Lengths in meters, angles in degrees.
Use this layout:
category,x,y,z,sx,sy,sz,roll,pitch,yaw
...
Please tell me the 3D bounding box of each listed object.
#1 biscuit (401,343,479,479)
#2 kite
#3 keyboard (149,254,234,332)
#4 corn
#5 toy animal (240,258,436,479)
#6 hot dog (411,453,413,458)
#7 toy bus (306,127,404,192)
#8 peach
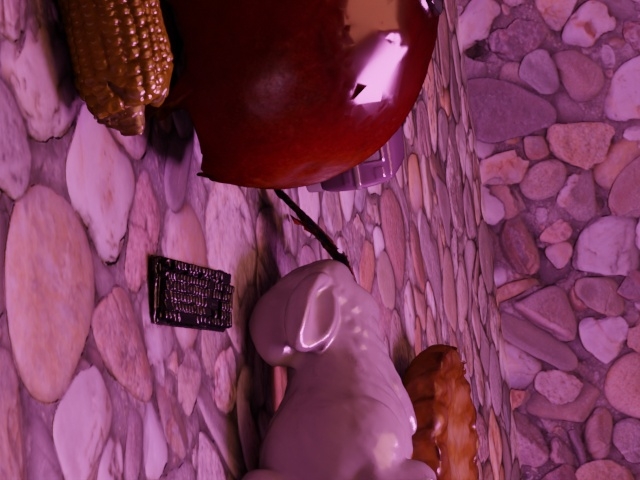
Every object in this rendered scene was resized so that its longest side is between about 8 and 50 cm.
category,x,y,z,sx,sy,sz,roll,pitch,yaw
biscuit,0.193,0.336,2.814,0.326,0.107,0.325,-6,90,-72
kite,0.000,0.000,2.161,0.232,0.009,0.189,51,-7,-29
keyboard,-0.133,0.060,1.810,0.231,0.023,0.072,21,67,-74
corn,-0.195,-0.224,1.536,0.097,0.097,0.261,-39,120,-73
toy animal,0.006,0.179,2.022,0.258,0.194,0.357,12,53,-39
hot dog,0.057,0.371,2.248,0.249,0.068,0.100,-59,154,-34
toy bus,0.032,-0.177,2.290,0.142,0.142,0.202,-55,138,-67
peach,-0.029,-0.261,1.773,0.335,0.310,0.405,22,64,-77
